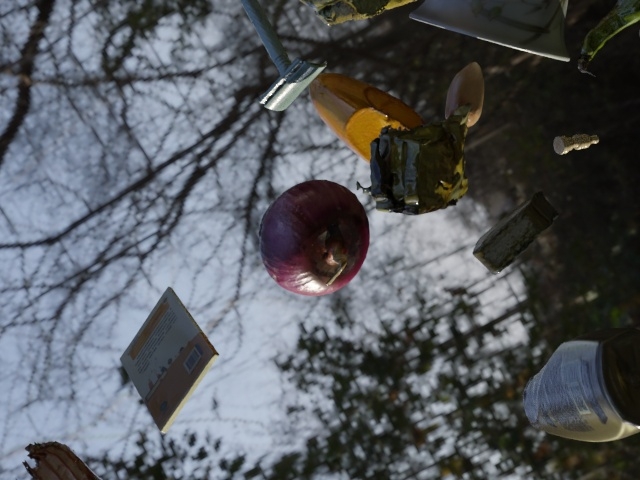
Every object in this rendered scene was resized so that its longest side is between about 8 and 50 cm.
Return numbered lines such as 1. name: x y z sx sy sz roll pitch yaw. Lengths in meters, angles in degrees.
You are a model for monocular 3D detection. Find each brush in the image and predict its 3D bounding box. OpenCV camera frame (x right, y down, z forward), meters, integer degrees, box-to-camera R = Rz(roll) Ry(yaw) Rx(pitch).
1. brush: 0.307 -0.014 1.721 0.059 0.123 0.197 48 -163 4

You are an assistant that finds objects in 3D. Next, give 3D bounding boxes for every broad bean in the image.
1. broad bean: 0.602 -0.441 2.116 0.056 0.318 0.098 39 179 -38

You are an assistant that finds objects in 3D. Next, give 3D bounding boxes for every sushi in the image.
1. sushi: 0.130 -0.110 1.437 0.291 0.131 0.139 -18 -69 -66

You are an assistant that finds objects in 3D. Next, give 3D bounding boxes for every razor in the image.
1. razor: -0.088 -0.323 1.705 0.068 0.106 0.232 -5 -121 -50

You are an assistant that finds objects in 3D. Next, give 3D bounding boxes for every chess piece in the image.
1. chess piece: 0.494 -0.189 2.111 0.035 0.092 0.035 40 136 55

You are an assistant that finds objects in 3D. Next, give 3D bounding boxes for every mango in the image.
1. mango: 0.084 -0.221 2.020 0.252 0.126 0.154 33 -161 -6

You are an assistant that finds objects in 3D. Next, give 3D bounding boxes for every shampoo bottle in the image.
1. shampoo bottle: 0.321 0.181 1.333 0.350 0.084 0.125 112 140 -76

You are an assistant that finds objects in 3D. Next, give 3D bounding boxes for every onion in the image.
1. onion: -0.006 -0.004 1.641 0.177 0.153 0.177 7 -100 -45

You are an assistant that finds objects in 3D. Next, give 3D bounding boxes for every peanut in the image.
1. peanut: 0.287 -0.287 2.175 0.076 0.076 0.152 48 -129 -50

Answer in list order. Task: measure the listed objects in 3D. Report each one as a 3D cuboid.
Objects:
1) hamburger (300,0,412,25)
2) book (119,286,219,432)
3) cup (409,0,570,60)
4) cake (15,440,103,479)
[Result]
1. hamburger: 0.083 -0.423 1.718 0.211 0.309 0.132 7 119 51
2. book: -0.332 0.251 2.377 0.020 0.208 0.295 28 -169 -37
3. cup: 0.372 -0.495 2.289 0.347 0.163 0.347 15 -166 -4
4. cake: -0.395 0.442 1.874 0.287 0.098 0.135 46 168 -29
